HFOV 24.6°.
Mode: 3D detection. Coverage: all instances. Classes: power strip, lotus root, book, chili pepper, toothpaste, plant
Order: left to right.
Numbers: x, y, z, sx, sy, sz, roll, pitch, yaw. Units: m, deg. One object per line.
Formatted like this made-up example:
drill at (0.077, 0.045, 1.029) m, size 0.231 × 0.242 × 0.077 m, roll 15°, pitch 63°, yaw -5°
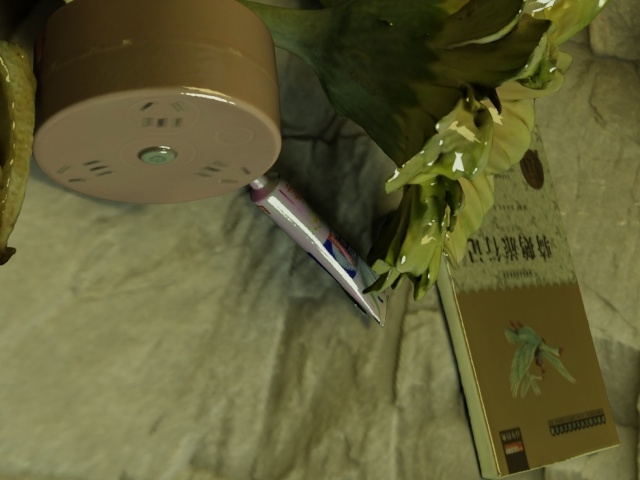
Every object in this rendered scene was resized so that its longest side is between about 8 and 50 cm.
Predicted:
lotus root at (-0.219, -0.046, 0.787) m, size 0.143 × 0.070 × 0.144 m, roll 17°, pitch 57°, yaw -54°
power strip at (-0.097, -0.083, 0.888) m, size 0.154 × 0.154 × 0.078 m, roll 23°, pitch 54°, yaw -45°
toothpaste at (0.000, 0.000, 1.079) m, size 0.170 × 0.028 × 0.045 m, roll 44°, pitch 34°, yaw -33°
chili pepper at (0.060, -0.003, 1.166) m, size 0.030 × 0.017 × 0.083 m, roll 57°, pitch 38°, yaw -19°
plant at (0.067, -0.107, 1.050) m, size 0.261 × 0.297 × 0.306 m, roll 45°, pitch 54°, yaw -51°
book at (0.168, 0.041, 1.281) m, size 0.217 × 0.021 × 0.310 m, roll -1°, pitch 75°, yaw -53°

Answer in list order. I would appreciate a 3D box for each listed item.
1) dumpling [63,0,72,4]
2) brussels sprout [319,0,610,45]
dumpling at (-0.106, -0.221, 0.956) m, size 0.162 × 0.132 × 0.250 m, roll 52°, pitch 42°, yaw -9°
brussels sprout at (0.129, -0.300, 1.183) m, size 0.344 × 0.268 × 0.344 m, roll 11°, pitch 75°, yaw -48°
